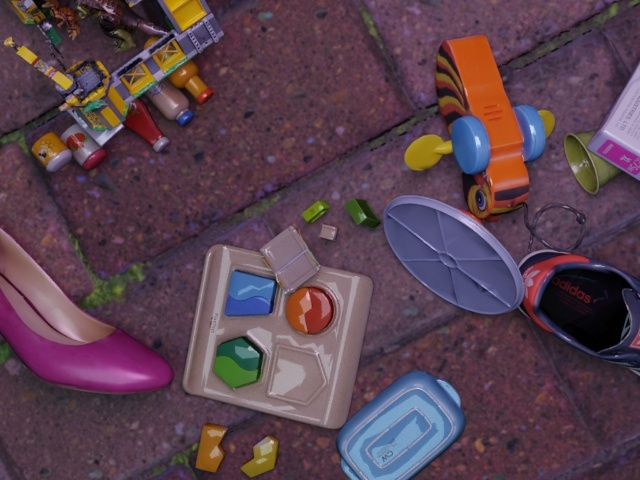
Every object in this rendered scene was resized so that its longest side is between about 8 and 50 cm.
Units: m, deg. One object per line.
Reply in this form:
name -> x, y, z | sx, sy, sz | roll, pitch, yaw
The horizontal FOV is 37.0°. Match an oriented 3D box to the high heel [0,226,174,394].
high heel -> -0.358, 0.077, 1.265 | 0.377, 0.127, 0.181 | 16, 106, 11

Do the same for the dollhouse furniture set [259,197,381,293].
dollhouse furniture set -> 0.000, 0.000, 1.252 | 0.152, 0.058, 0.076 | -38, 75, 14

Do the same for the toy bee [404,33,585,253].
toy bee -> 0.197, -0.093, 1.178 | 0.195, 0.162, 0.298 | 7, 63, -7

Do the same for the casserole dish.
casserole dish -> 0.104, 0.256, 1.258 | 0.188, 0.037, 0.114 | -41, 86, 9

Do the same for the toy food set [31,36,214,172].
toy food set -> -0.251, -0.152, 1.247 | 0.232, 0.111, 0.104 | -42, 87, -3

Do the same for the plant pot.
plant pot -> 0.357, -0.111, 1.185 | 0.079, 0.083, 0.083 | -25, 89, -3

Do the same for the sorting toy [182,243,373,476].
sorting toy -> -0.069, 0.175, 1.276 | 0.229, 0.041, 0.307 | 12, 95, 8

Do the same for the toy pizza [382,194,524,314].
toy pizza -> 0.164, 0.014, 1.171 | 0.201, 0.201, 0.032 | 38, 66, 5

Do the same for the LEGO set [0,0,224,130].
LEGO set -> -0.283, -0.317, 1.141 | 0.255, 0.192, 0.331 | -29, 61, 1

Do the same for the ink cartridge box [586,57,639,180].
ink cartridge box -> 0.496, -0.105, 1.134 | 0.311, 0.065, 0.185 | 32, 70, 7

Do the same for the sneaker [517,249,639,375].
sneaker -> 0.399, 0.112, 1.150 | 0.350, 0.148, 0.131 | 18, 95, 7
